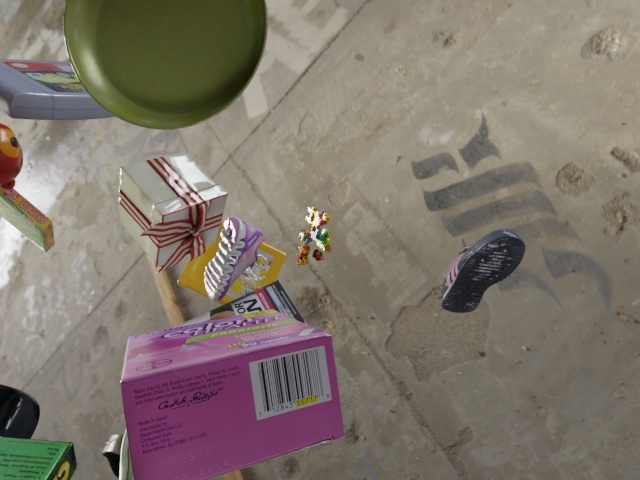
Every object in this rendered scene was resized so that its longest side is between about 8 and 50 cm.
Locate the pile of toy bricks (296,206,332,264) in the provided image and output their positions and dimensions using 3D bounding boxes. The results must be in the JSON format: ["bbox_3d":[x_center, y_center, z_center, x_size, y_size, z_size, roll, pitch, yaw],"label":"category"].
[{"bbox_3d":[0.000,0.000,1.510,0.105,0.118,0.212,38,120,44],"label":"pile of toy bricks"}]

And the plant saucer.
[{"bbox_3d":[-0.179,-0.249,0.537,0.241,0.037,0.241,0,93,3],"label":"plant saucer"}]

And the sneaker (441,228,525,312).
[{"bbox_3d":[0.354,0.045,1.034,0.112,0.319,0.131,14,56,-3],"label":"sneaker"}]

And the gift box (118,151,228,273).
[{"bbox_3d":[-0.458,-0.076,1.366,0.258,0.276,0.255,43,139,19],"label":"gift box"}]

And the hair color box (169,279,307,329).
[{"bbox_3d":[-0.225,0.260,1.095,0.374,0.114,0.185,-24,39,-14],"label":"hair color box"}]

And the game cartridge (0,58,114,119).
[{"bbox_3d":[-0.508,-0.299,0.894,0.196,0.294,0.060,32,119,13],"label":"game cartridge"}]

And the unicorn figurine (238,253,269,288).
[{"bbox_3d":[-0.215,0.070,1.356,0.162,0.111,0.060,-93,29,-64],"label":"unicorn figurine"}]

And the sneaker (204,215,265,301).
[{"bbox_3d":[-0.208,0.054,1.114,0.095,0.104,0.236,47,119,39],"label":"sneaker"}]

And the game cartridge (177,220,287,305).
[{"bbox_3d":[-0.324,0.104,1.701,0.285,0.323,0.052,-67,13,-19],"label":"game cartridge"}]

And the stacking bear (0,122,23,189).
[{"bbox_3d":[-0.579,-0.150,0.663,0.164,0.289,0.175,-21,81,13],"label":"stacking bear"}]

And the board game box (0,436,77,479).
[{"bbox_3d":[-0.289,0.154,0.231,0.259,0.136,0.030,6,112,-1],"label":"board game box"}]

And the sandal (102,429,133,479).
[{"bbox_3d":[-0.373,0.412,0.862,0.086,0.120,0.303,-16,20,-11],"label":"sandal"}]

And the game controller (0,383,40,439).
[{"bbox_3d":[-0.549,0.234,0.577,0.166,0.319,0.067,-88,22,-56],"label":"game controller"}]

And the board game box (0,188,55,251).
[{"bbox_3d":[-0.628,-0.048,0.960,0.039,0.124,0.259,-52,15,-25],"label":"board game box"}]

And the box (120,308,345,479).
[{"bbox_3d":[-0.119,0.172,0.557,0.243,0.213,0.117,173,89,-69],"label":"box"}]
